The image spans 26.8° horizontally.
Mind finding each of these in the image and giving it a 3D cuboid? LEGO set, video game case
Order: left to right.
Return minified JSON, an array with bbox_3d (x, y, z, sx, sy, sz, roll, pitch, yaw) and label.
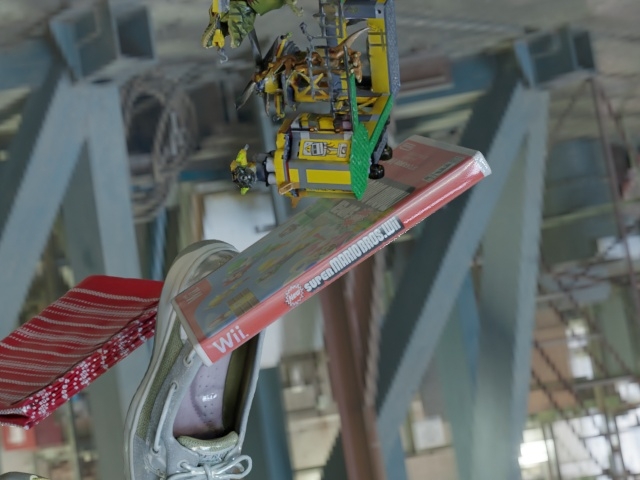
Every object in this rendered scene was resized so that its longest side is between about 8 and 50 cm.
[{"bbox_3d":[-0.052,-0.196,1.104,0.192,0.331,0.255,3,-140,15],"label":"LEGO set"},{"bbox_3d":[0.000,0.000,1.188,0.285,0.025,0.204,-35,-166,-5],"label":"video game case"}]

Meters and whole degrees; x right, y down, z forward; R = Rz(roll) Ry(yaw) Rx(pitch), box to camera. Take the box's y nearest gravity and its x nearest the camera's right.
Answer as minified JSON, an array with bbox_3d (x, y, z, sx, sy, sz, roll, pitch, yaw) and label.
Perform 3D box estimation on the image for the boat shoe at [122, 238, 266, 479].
[{"bbox_3d":[-0.116,0.163,1.359,0.118,0.320,0.103,5,-167,-40],"label":"boat shoe"}]

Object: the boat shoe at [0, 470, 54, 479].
[{"bbox_3d":[-0.217,0.297,1.292,0.109,0.091,0.305,-25,150,12],"label":"boat shoe"}]

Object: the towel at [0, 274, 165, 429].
[{"bbox_3d":[-0.293,0.116,1.512,0.198,0.031,0.275,2,-151,41],"label":"towel"}]
